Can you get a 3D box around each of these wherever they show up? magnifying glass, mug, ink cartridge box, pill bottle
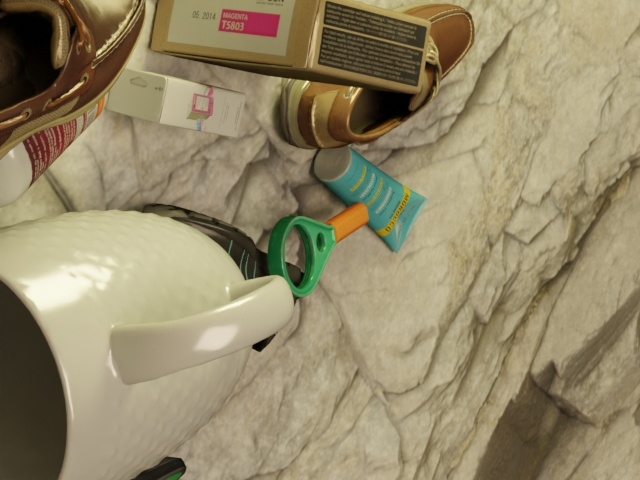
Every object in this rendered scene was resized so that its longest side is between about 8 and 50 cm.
[{"bbox_3d":[0.000,0.000,2.232,0.231,0.026,0.092,-35,117,-61],"label":"magnifying glass"},{"bbox_3d":[-0.193,0.098,1.871,0.328,0.374,0.276,-20,96,-50],"label":"mug"},{"bbox_3d":[-0.031,-0.220,2.078,0.193,0.234,0.088,8,93,-50],"label":"ink cartridge box"},{"bbox_3d":[-0.155,-0.148,2.065,0.122,0.088,0.052,9,95,-49],"label":"ink cartridge box"},{"bbox_3d":[-0.308,-0.107,1.849,0.221,0.121,0.121,-52,134,-42],"label":"pill bottle"}]

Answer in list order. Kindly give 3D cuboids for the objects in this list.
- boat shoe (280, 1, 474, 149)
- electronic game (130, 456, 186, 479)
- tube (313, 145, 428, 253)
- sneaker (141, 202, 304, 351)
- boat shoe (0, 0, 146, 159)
[{"bbox_3d":[0.092,-0.191,2.314,0.324,0.116,0.123,-38,126,-37],"label":"boat shoe"},{"bbox_3d":[-0.238,0.293,2.005,0.229,0.229,0.048,-27,80,-42],"label":"electronic game"},{"bbox_3d":[0.064,-0.056,2.375,0.080,0.052,0.207,-56,142,-2],"label":"tube"},{"bbox_3d":[-0.112,0.041,2.154,0.267,0.101,0.106,33,76,-47],"label":"sneaker"},{"bbox_3d":[-0.257,-0.173,1.757,0.123,0.123,0.342,47,48,1],"label":"boat shoe"}]
